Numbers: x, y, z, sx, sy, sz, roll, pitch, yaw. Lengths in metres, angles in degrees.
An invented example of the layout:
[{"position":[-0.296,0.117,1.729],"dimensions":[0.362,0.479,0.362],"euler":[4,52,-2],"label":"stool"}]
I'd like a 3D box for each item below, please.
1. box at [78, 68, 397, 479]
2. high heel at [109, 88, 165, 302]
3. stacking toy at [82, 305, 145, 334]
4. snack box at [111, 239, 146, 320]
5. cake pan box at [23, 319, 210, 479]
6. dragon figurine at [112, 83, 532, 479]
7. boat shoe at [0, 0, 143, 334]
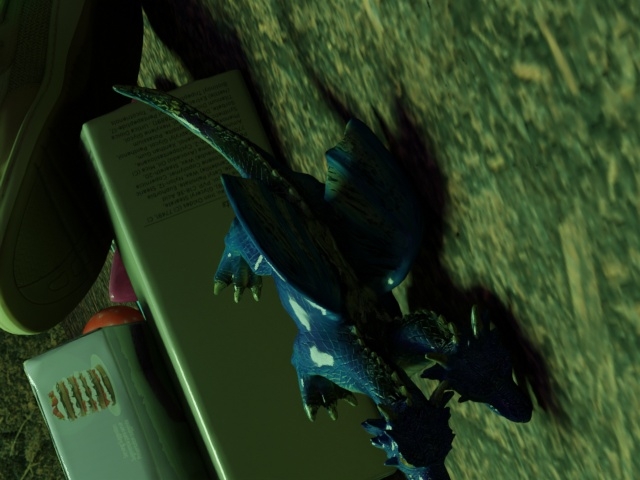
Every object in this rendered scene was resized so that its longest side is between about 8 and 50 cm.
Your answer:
[{"position":[-0.056,0.039,0.908],"dimensions":[0.094,0.113,0.275],"euler":[151,98,-76],"label":"box"},{"position":[-0.138,-0.037,1.070],"dimensions":[0.244,0.117,0.082],"euler":[52,161,46],"label":"high heel"},{"position":[-0.218,0.242,1.732],"dimensions":[0.141,0.141,0.330],"euler":[160,92,-75],"label":"stacking toy"},{"position":[-0.184,-0.064,1.308],"dimensions":[0.187,0.060,0.322],"euler":[94,151,-57],"label":"snack box"},{"position":[-0.089,0.184,0.982],"dimensions":[0.267,0.070,0.246],"euler":[69,-167,6],"label":"cake pan box"},{"position":[0.000,0.000,0.695],"dimensions":[0.289,0.085,0.144],"euler":[59,161,16],"label":"dragon figurine"},{"position":[-0.207,-0.072,0.999],"dimensions":[0.122,0.110,0.341],"euler":[70,-161,-44],"label":"boat shoe"}]
